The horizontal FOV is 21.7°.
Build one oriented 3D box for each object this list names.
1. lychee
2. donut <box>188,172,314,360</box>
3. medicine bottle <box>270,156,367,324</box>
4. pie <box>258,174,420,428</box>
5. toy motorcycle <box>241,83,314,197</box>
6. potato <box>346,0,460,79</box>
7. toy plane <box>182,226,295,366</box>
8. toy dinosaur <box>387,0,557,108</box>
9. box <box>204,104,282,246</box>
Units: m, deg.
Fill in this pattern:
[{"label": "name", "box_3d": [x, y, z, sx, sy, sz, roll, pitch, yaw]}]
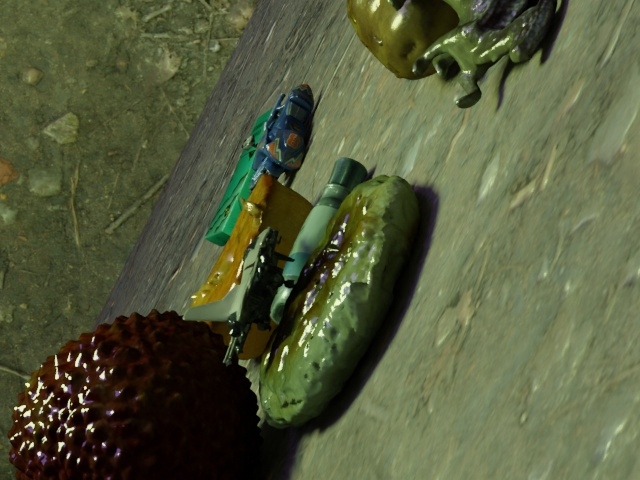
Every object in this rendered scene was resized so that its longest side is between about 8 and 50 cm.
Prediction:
[{"label": "lychee", "box_3d": [-0.198, 0.218, 1.811, 0.304, 0.275, 0.276, -54, 4, -29]}, {"label": "donut", "box_3d": [-0.089, 0.034, 2.110, 0.253, 0.118, 0.253, -59, 15, 28]}, {"label": "medicine bottle", "box_3d": [0.000, 0.000, 1.921, 0.090, 0.053, 0.208, 115, 178, -65]}, {"label": "pie", "box_3d": [0.016, 0.056, 1.707, 0.306, 0.071, 0.306, -59, 13, 22]}, {"label": "toy motorcycle", "box_3d": [-0.060, -0.146, 2.481, 0.114, 0.076, 0.205, -45, 19, 36]}, {"label": "potato", "box_3d": [0.103, -0.246, 1.817, 0.137, 0.137, 0.176, -61, 33, 20]}, {"label": "toy plane", "box_3d": [-0.065, 0.047, 1.774, 0.234, 0.082, 0.160, -49, -21, -58]}, {"label": "toy dinosaur", "box_3d": [0.158, -0.223, 1.624, 0.162, 0.077, 0.294, -40, 35, 19]}, {"label": "box", "box_3d": [-0.115, -0.103, 2.701, 0.226, 0.042, 0.161, -66, 10, -9]}]
